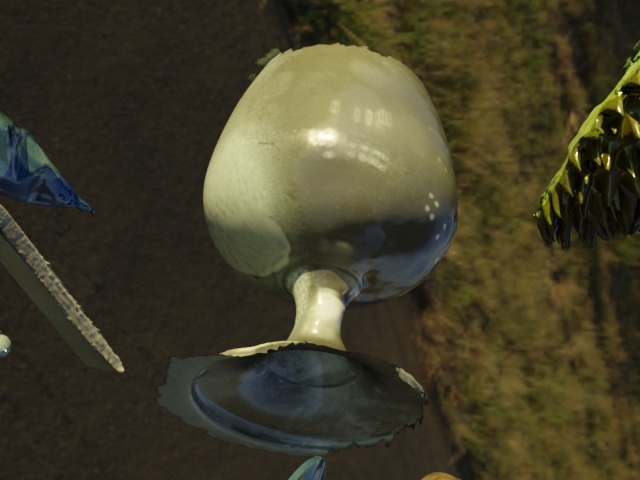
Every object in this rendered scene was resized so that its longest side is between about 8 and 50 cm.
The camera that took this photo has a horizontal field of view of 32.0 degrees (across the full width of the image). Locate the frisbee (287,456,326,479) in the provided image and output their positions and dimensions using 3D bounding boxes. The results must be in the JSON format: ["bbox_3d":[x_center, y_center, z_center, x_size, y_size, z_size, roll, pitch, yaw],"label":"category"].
[{"bbox_3d":[-0.055,0.474,1.753,0.289,0.049,0.289,-54,162,-28],"label":"frisbee"}]

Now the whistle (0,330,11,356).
[{"bbox_3d":[-0.500,0.149,1.700,0.035,0.100,0.035,-22,127,-33],"label":"whistle"}]

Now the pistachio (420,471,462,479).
[{"bbox_3d":[0.144,0.381,1.445,0.108,0.126,0.185,47,50,-13],"label":"pistachio"}]

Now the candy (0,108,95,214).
[{"bbox_3d":[-0.303,-0.099,0.870,0.077,0.187,0.331,-48,162,0],"label":"candy"}]

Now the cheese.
[{"bbox_3d":[-0.416,0.074,1.684,0.034,0.085,0.400,-55,139,-28],"label":"cheese"}]

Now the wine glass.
[{"bbox_3d":[0.000,0.000,0.964,0.238,0.238,0.322,60,30,-48],"label":"wine glass"}]

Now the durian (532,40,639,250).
[{"bbox_3d":[0.293,-0.096,1.134,0.394,0.163,0.198,102,-17,-72],"label":"durian"}]
